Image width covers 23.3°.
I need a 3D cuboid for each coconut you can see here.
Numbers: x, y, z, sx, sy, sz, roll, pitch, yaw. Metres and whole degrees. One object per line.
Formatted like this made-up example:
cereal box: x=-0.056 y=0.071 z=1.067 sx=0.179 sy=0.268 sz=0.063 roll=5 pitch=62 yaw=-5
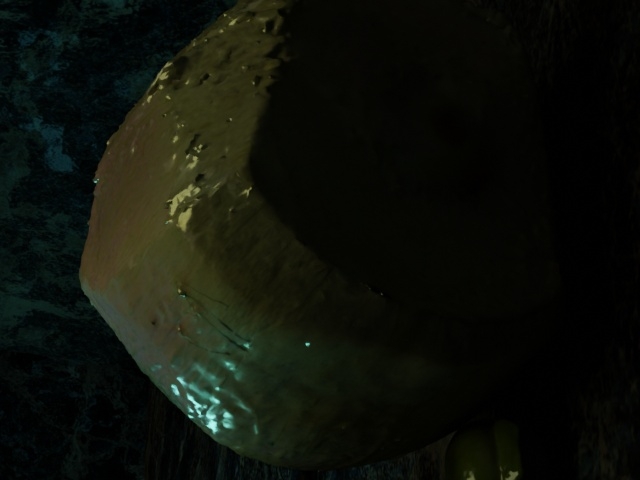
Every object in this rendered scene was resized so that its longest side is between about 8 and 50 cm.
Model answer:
coconut: x=0.000 y=0.000 z=1.269 sx=0.404 sy=0.405 sz=0.404 roll=-171 pitch=90 yaw=-78

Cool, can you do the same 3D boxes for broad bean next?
broad bean: x=0.138 y=0.220 z=1.212 sx=0.124 sy=0.082 sz=0.174 roll=-129 pitch=39 yaw=-75
